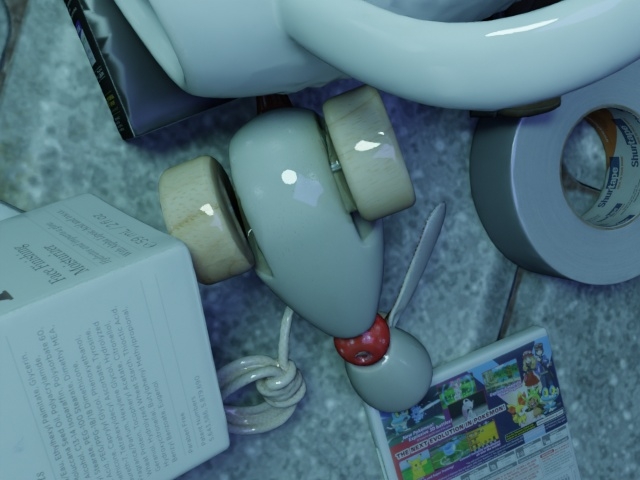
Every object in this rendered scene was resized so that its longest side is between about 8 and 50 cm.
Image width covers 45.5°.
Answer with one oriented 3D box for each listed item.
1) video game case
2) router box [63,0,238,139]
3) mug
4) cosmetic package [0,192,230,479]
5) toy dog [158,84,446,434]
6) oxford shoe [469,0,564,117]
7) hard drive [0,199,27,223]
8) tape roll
[{"bbox_3d":[0.154,0.202,0.747,0.201,0.023,0.184,-19,102,-17],"label":"video game case"},{"bbox_3d":[-0.055,-0.245,0.594,0.308,0.081,0.243,-24,103,-17],"label":"router box"},{"bbox_3d":[0.043,-0.209,0.404,0.328,0.374,0.276,-34,145,-8],"label":"mug"},{"bbox_3d":[-0.181,0.080,0.473,0.183,0.151,0.152,-24,118,-33],"label":"cosmetic package"},{"bbox_3d":[0.000,0.000,0.590,0.220,0.161,0.334,-5,140,-6],"label":"toy dog"},{"bbox_3d":[0.184,-0.209,0.665,0.096,0.083,0.227,4,76,9],"label":"oxford shoe"},{"bbox_3d":[-0.295,0.046,0.499,0.307,0.040,0.203,32,83,-40],"label":"hard drive"},{"bbox_3d":[0.254,-0.070,0.733,0.219,0.072,0.219,-2,95,-21],"label":"tape roll"}]
